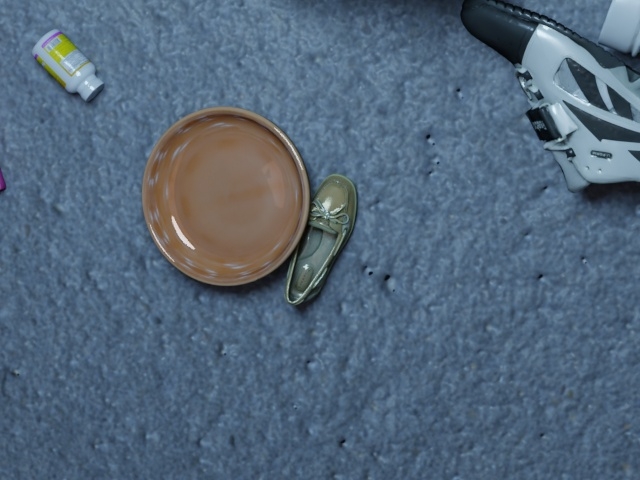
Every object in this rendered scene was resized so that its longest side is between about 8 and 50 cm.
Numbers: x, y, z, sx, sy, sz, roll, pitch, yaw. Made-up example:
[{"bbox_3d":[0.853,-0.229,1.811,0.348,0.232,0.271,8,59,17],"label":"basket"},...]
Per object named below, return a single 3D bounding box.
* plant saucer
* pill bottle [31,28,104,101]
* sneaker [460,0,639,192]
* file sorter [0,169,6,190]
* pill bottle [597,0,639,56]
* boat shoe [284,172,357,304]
[{"bbox_3d":[-0.102,-0.050,1.709,0.199,0.037,0.200,1,95,17],"label":"plant saucer"},{"bbox_3d":[-0.284,-0.196,1.729,0.083,0.043,0.043,45,102,2],"label":"pill bottle"},{"bbox_3d":[0.269,-0.132,1.599,0.330,0.122,0.146,33,100,5],"label":"sneaker"},{"bbox_3d":[-0.516,-0.161,1.705,0.202,0.182,0.291,-16,94,11],"label":"file sorter"},{"bbox_3d":[0.408,-0.210,1.559,0.229,0.131,0.131,21,101,7],"label":"pill bottle"},{"bbox_3d":[-0.002,0.000,1.702,0.056,0.048,0.153,26,101,6],"label":"boat shoe"}]
